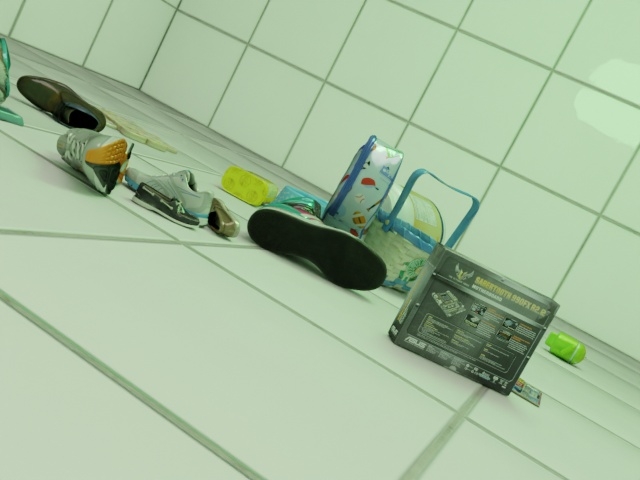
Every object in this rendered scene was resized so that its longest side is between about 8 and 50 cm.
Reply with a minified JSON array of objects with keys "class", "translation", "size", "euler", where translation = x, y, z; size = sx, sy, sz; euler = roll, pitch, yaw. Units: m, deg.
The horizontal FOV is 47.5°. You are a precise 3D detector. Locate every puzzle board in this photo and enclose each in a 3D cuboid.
[{"class":"puzzle board","translation":[0.367,0.268,1.354],"size":[0.096,0.011,0.128],"euler":[29,8,17]}]

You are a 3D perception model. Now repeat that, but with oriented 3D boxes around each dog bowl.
[{"class":"dog bowl","translation":[-0.020,-0.090,2.198],"size":[0.166,0.074,0.297],"euler":[32,8,36]}]

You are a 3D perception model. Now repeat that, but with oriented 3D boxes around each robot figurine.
[{"class":"robot figurine","translation":[0.692,0.302,2.045],"size":[0.115,0.067,0.101],"euler":[30,-4,17]}]

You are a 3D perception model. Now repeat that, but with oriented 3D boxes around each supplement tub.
[{"class":"supplement tub","translation":[0.187,-0.045,2.022],"size":[0.228,0.228,0.316],"euler":[32,9,34]}]

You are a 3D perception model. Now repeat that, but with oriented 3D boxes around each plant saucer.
[{"class":"plant saucer","translation":[-0.646,-0.256,1.353],"size":[0.067,0.018,0.192],"euler":[32,8,31]}]

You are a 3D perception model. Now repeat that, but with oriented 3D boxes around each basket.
[{"class":"basket","translation":[0.245,-0.014,1.770],"size":[0.255,0.288,0.201],"euler":[20,11,-40]}]

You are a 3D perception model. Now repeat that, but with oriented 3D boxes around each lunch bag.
[{"class":"lunch bag","translation":[0.081,-0.095,1.686],"size":[0.115,0.243,0.303],"euler":[28,-25,-3]}]

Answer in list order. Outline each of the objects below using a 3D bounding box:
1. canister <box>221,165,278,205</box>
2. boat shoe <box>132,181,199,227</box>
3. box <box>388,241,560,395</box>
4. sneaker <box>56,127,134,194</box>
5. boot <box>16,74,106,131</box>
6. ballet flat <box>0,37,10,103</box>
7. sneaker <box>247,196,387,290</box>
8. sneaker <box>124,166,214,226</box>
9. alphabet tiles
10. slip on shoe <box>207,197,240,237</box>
[{"class":"canister","translation":[-0.190,-0.148,2.004],"size":[0.126,0.073,0.170],"euler":[28,6,7]},{"class":"boat shoe","translation":[-0.266,-0.061,1.275],"size":[0.125,0.038,0.046],"euler":[26,8,-6]},{"class":"box","translation":[0.258,0.134,1.233],"size":[0.231,0.183,0.056],"euler":[25,8,-10]},{"class":"sneaker","translation":[-0.396,-0.144,1.238],"size":[0.121,0.099,0.262],"euler":[18,2,-11]},{"class":"boot","translation":[-0.600,-0.318,1.693],"size":[0.219,0.082,0.106],"euler":[26,5,-21]},{"class":"ballet flat","translation":[-0.721,-0.364,1.526],"size":[0.147,0.147,0.409],"euler":[23,5,-27]},{"class":"sneaker","translation":[0.000,0.000,1.513],"size":[0.296,0.123,0.178],"euler":[26,17,-2]},{"class":"sneaker","translation":[-0.276,-0.102,1.357],"size":[0.191,0.082,0.071],"euler":[28,9,13]},{"class":"alphabet tiles","translation":[-0.564,-0.332,2.147],"size":[0.278,0.021,0.284],"euler":[21,9,-43]},{"class":"slip on shoe","translation":[-0.201,-0.046,1.380],"size":[0.041,0.051,0.135],"euler":[5,26,-39]}]
